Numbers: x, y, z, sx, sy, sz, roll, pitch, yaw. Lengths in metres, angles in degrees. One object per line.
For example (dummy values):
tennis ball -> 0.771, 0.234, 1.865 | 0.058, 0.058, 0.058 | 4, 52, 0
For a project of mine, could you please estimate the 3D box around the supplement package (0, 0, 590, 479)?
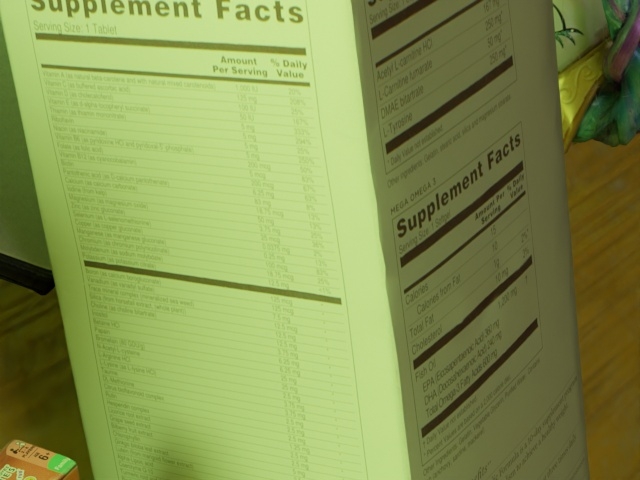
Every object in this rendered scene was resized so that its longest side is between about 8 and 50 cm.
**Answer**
supplement package -> 0.000, 0.000, 0.601 | 0.134, 0.139, 0.244 | -38, 128, -50

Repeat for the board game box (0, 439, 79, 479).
board game box -> -0.144, 0.189, 0.446 | 0.281, 0.027, 0.145 | -47, 146, -48

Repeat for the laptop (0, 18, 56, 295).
laptop -> -0.166, -0.255, 0.519 | 0.382, 0.236, 0.408 | 23, 50, -40

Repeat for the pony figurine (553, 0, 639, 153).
pony figurine -> 0.157, -0.242, 0.897 | 0.351, 0.303, 0.363 | -26, 97, -19
